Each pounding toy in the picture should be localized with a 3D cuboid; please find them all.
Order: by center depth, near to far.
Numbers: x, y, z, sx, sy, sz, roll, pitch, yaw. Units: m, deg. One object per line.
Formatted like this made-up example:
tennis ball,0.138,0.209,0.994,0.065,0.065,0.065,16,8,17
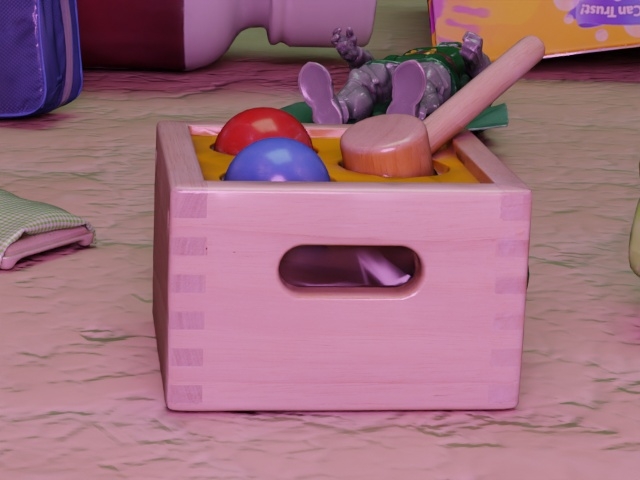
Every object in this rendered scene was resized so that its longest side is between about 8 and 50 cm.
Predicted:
pounding toy,0.017,-0.011,0.659,0.141,0.100,0.130,0,14,-7

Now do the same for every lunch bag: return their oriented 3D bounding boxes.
lunch bag,-0.170,-0.116,1.080,0.067,0.098,0.065,0,10,14

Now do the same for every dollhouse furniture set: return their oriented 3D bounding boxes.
dollhouse furniture set,-0.158,-0.019,0.760,0.076,0.058,0.152,11,16,30

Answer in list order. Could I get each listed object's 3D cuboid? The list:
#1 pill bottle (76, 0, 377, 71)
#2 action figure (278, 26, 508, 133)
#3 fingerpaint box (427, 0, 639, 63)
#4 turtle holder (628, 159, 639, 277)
pill bottle,-0.161,-0.219,1.246,0.392,0.224,0.224,1,13,-3
action figure,0.049,-0.083,1.066,0.137,0.063,0.232,2,10,13
fingerpaint box,0.291,-0.249,1.432,0.445,0.163,0.371,-6,13,5
turtle holder,0.253,-0.057,0.605,0.320,0.243,0.227,23,43,33
